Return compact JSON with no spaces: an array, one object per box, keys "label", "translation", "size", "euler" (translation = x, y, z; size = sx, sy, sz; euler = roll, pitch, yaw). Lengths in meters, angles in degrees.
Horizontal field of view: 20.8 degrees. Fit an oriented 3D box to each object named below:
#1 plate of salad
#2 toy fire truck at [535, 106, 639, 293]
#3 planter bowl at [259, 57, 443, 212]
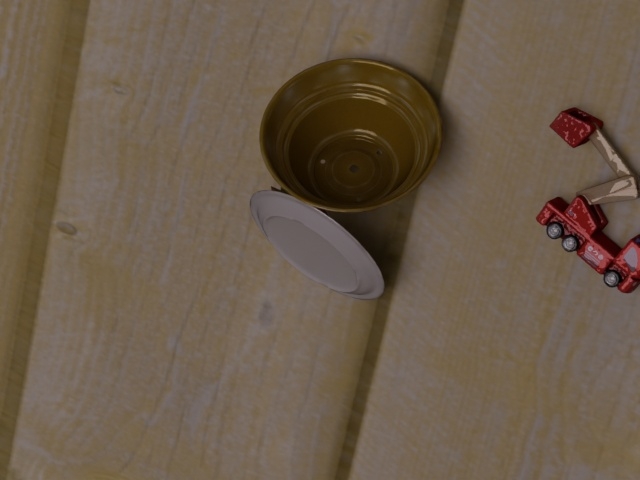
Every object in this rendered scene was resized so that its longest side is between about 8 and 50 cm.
[{"label":"plate of salad","translation":[0.000,0.000,2.138],"size":[0.199,0.048,0.200],"euler":[31,157,14]},{"label":"toy fire truck","translation":[0.322,-0.047,2.005],"size":[0.192,0.047,0.135],"euler":[41,115,14]},{"label":"planter bowl","translation":[0.038,-0.106,2.094],"size":[0.217,0.090,0.217],"euler":[-2,61,3]}]
